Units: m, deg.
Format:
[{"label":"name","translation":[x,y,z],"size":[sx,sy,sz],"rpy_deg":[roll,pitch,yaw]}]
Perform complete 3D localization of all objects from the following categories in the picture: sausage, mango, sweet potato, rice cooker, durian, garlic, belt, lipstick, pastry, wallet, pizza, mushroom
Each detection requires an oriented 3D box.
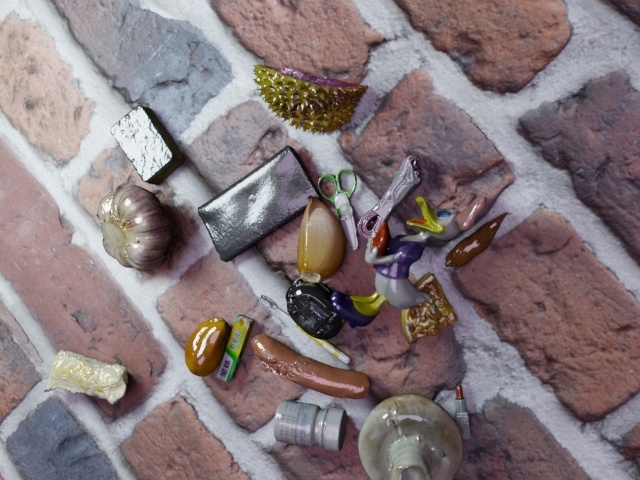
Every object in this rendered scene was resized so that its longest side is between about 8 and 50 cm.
[{"label":"sausage","translation":[-0.032,0.324,1.294],"size":[0.326,0.079,0.087],"rpy_deg":[19,66,11]},{"label":"mango","translation":[-0.297,0.278,1.360],"size":[0.105,0.084,0.160],"rpy_deg":[23,76,28]},{"label":"sweet potato","translation":[0.370,0.000,1.204],"size":[0.195,0.056,0.056],"rpy_deg":[-41,82,6]},{"label":"rice cooker","translation":[-0.012,0.168,1.274],"size":[0.165,0.106,0.112],"rpy_deg":[40,108,-4]},{"label":"durian","translation":[-0.051,-0.356,1.251],"size":[0.260,0.186,0.154],"rpy_deg":[16,89,26]},{"label":"garlic","translation":[-0.473,-0.037,1.358],"size":[0.244,0.160,0.245],"rpy_deg":[20,121,37]},{"label":"belt","translation":[0.173,-0.101,1.249],"size":[0.071,0.053,0.232],"rpy_deg":[36,102,8]},{"label":"garlic","translation":[-0.008,0.001,1.269],"size":[0.115,0.128,0.207],"rpy_deg":[-10,81,57]},{"label":"lipstick","translation":[0.337,0.405,1.232],"size":[0.030,0.030,0.130],"rpy_deg":[-6,90,14]},{"label":"pastry","translation":[-0.642,0.379,1.440],"size":[0.258,0.089,0.122],"rpy_deg":[5,89,13]},{"label":"wallet","translation":[-0.162,-0.092,1.337],"size":[0.321,0.044,0.171],"rpy_deg":[-32,83,16]},{"label":"pizza","translation":[0.264,0.166,1.235],"size":[0.134,0.046,0.175],"rpy_deg":[9,93,13]},{"label":"mushroom","translation":[0.202,0.481,1.168],"size":[0.243,0.243,0.244],"rpy_deg":[0,91,14]}]

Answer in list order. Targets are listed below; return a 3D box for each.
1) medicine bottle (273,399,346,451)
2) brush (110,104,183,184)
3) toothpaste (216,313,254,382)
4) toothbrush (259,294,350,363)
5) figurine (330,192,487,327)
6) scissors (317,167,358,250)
[{"label":"medicine bottle","translation":[-0.025,0.460,1.284],"size":[0.167,0.105,0.105],"rpy_deg":[5,93,14]},{"label":"brush","translation":[-0.472,-0.260,1.398],"size":[0.123,0.059,0.197],"rpy_deg":[-37,83,10]},{"label":"toothpaste","translation":[-0.224,0.285,1.362],"size":[0.043,0.037,0.179],"rpy_deg":[21,96,11]},{"label":"toothbrush","translation":[-0.043,0.227,1.323],"size":[0.288,0.024,0.021],"rpy_deg":[34,98,10]},{"label":"figurine","translation":[0.198,0.044,1.175],"size":[0.193,0.154,0.421],"rpy_deg":[33,102,-2]},{"label":"scissors","translation":[0.060,-0.074,1.289],"size":[0.100,0.027,0.205],"rpy_deg":[-15,87,18]}]
